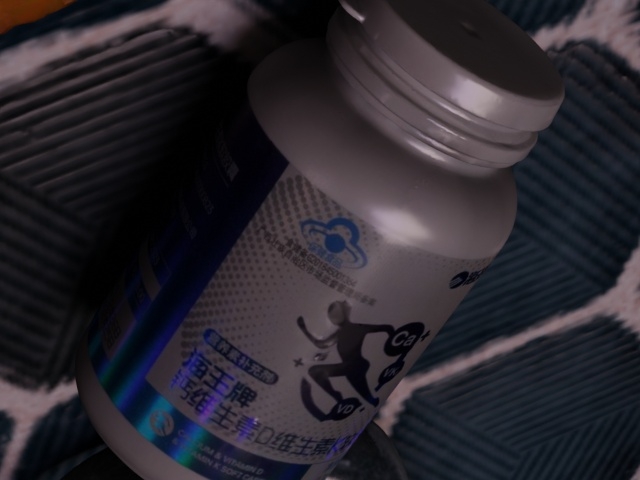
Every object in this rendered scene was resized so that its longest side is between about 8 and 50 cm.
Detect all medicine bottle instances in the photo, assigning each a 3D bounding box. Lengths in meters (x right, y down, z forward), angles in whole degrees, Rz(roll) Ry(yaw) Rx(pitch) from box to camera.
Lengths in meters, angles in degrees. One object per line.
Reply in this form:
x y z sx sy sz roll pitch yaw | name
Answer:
0.000 0.000 0.674 0.107 0.107 0.191 14 123 -38 | medicine bottle

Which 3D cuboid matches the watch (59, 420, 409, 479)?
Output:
-0.038 0.175 0.802 0.193 0.068 0.206 -24 111 -16 | watch

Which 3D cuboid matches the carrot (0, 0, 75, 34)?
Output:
-0.129 -0.157 0.459 0.258 0.100 0.307 -36 140 9 | carrot
